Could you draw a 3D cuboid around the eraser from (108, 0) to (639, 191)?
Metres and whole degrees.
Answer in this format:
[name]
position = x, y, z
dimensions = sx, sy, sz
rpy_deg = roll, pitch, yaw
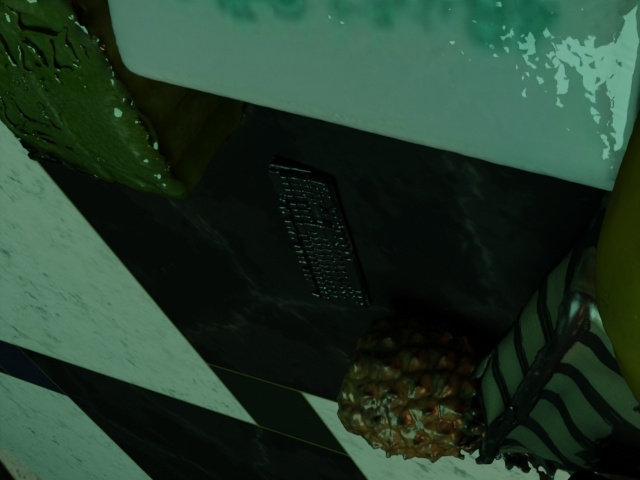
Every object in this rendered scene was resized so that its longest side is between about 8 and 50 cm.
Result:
[eraser]
position = 0.035, -0.145, 0.560
dimensions = 0.290, 0.104, 0.189
rpy_deg = 16, 118, 30

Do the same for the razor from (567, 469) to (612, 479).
[razor]
position = 0.281, 0.232, 0.672
dimensions = 0.327, 0.107, 0.189
rpy_deg = 15, 160, 22

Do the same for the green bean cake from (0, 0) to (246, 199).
[green bean cake]
position = -0.170, -0.139, 0.847
dimensions = 0.200, 0.113, 0.214
rpy_deg = 19, 152, 31

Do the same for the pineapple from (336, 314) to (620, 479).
[pineapple]
position = 0.141, 0.147, 1.012
dimensions = 0.248, 0.128, 0.128
rpy_deg = 16, 151, 24

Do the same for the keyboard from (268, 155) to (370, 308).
[keyboard]
position = 0.000, 0.000, 1.020
dimensions = 0.060, 0.018, 0.195
rpy_deg = 17, 152, 23

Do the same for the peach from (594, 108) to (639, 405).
[peach]
position = 0.218, -0.018, 0.482
dimensions = 0.153, 0.251, 0.251
rpy_deg = 37, 164, 42

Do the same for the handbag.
[handbag]
position = 0.273, 0.107, 0.738
dimensions = 0.325, 0.162, 0.327
rpy_deg = 26, 156, 5
